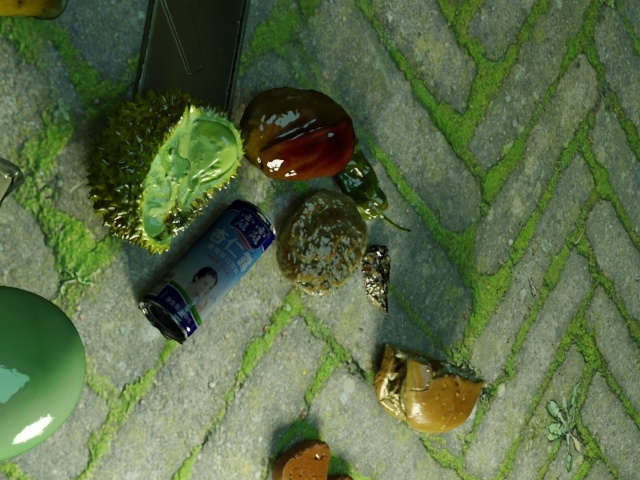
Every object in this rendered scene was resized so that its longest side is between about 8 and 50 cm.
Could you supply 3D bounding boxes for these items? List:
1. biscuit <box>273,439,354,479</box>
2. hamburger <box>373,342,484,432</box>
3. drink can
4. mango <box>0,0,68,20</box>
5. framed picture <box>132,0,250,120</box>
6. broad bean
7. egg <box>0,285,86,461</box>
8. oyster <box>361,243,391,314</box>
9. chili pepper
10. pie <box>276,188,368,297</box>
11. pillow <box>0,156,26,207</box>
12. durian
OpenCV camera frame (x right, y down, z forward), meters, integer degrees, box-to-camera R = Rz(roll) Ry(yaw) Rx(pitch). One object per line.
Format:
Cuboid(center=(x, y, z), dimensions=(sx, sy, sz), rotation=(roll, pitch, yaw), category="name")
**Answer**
Cuboid(center=(-0.009, 0.452, 1.784), dimensions=(0.186, 0.036, 0.192), rotation=(-26, 114, -42), category="biscuit")
Cuboid(center=(0.221, 0.302, 1.910), dimensions=(0.283, 0.144, 0.156), rotation=(23, 81, -46), category="hamburger")
Cuboid(center=(-0.174, 0.046, 1.517), dimensions=(0.235, 0.097, 0.097), rotation=(-50, 127, -28), category="drink can")
Cuboid(center=(-0.428, -0.358, 1.171), dimensions=(0.316, 0.146, 0.192), rotation=(13, 95, -51), category="mango")
Cuboid(center=(-0.196, -0.291, 1.496), dimensions=(0.184, 0.016, 0.250), rotation=(9, 90, -44), category="framed picture")
Cuboid(center=(-0.041, -0.173, 1.595), dimensions=(0.228, 0.122, 0.156), rotation=(4, 119, -39), category="broad bean")
Cuboid(center=(-0.425, 0.168, 1.202), dimensions=(0.270, 0.220, 0.220), rotation=(-19, 109, -41), category="egg")
Cuboid(center=(0.117, 0.070, 1.849), dimensions=(0.086, 0.029, 0.132), rotation=(-45, 123, -30), category="oyster")
Cuboid(center=(0.079, -0.088, 1.760), dimensions=(0.072, 0.073, 0.204), rotation=(-33, 108, -16), category="chili pepper")
Cuboid(center=(0.000, 0.000, 1.694), dimensions=(0.163, 0.079, 0.193), rotation=(42, 68, -29), category="pie")
Cuboid(center=(-0.483, -0.088, 1.220), dimensions=(0.208, 0.053, 0.119), rotation=(38, 74, -41), category="pillow")
Cuboid(center=(-0.232, -0.101, 1.378), dimensions=(0.200, 0.176, 0.237), rotation=(47, 63, -36), category="durian")
